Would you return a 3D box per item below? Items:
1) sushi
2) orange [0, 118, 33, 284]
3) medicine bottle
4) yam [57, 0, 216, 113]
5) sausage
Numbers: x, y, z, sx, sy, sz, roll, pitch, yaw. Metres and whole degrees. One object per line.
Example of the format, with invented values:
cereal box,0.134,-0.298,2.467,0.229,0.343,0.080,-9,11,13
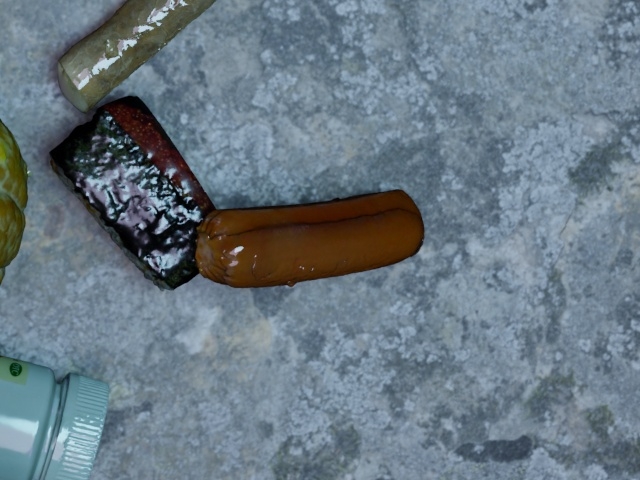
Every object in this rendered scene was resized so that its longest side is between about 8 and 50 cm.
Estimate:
sushi,-0.209,-0.050,1.558,0.126,0.136,0.225,-36,102,-10
orange,-0.455,-0.031,1.424,0.249,0.329,0.329,13,102,-48
medicine bottle,-0.420,0.203,1.560,0.318,0.158,0.158,15,99,-15
yam,-0.163,-0.288,1.544,0.357,0.081,0.081,-42,107,-2
sausage,0.000,0.000,1.576,0.330,0.102,0.102,-8,106,-39
